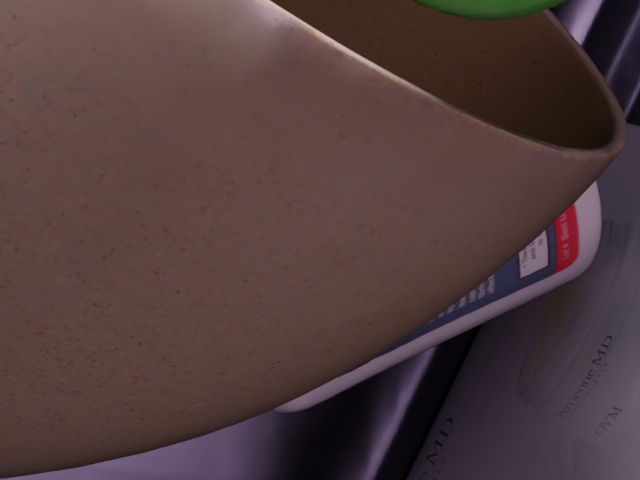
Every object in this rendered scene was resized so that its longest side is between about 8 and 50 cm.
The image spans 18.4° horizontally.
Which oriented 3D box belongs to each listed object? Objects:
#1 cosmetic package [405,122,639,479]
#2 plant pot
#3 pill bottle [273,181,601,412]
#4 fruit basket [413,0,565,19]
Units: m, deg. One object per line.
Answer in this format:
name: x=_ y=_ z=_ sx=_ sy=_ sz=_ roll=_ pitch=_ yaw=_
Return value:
cosmetic package: x=0.150 y=0.089 z=0.731 sx=0.138 sy=0.224 sz=0.224 roll=26 pitch=88 yaw=-22
plant pot: x=-0.082 y=-0.044 z=0.563 sx=0.284 sy=0.284 sz=0.191 roll=29 pitch=110 yaw=-24
pill bottle: x=0.000 y=0.000 z=0.717 sx=0.180 sy=0.108 sz=0.108 roll=-25 pitch=108 yaw=-17
fruit basket: x=-0.011 y=-0.221 z=0.521 sx=0.392 sy=0.283 sz=0.392 roll=7 pitch=81 yaw=-49
